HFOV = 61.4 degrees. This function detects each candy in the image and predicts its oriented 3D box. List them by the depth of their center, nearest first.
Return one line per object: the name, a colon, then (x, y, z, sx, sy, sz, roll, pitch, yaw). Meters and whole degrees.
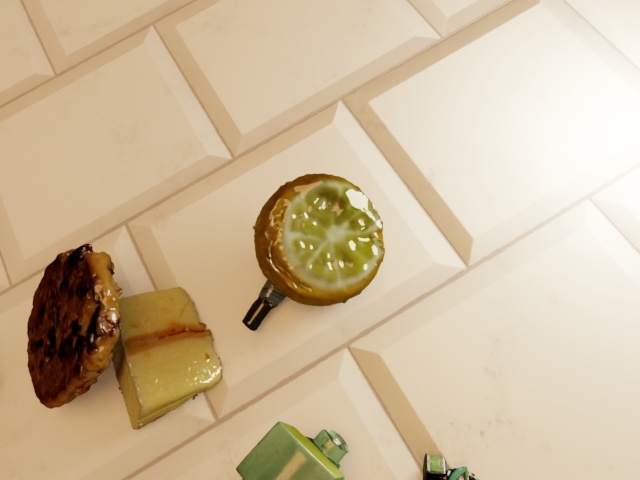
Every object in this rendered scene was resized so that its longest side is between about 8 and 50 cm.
candy: (0.000, 0.000, 1.034, 0.260, 0.118, 0.259, 2, 83, -15)

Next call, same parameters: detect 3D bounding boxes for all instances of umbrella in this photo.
umbrella: (-0.072, 0.074, 1.092, 0.053, 0.052, 0.250, 35, 75, -7)

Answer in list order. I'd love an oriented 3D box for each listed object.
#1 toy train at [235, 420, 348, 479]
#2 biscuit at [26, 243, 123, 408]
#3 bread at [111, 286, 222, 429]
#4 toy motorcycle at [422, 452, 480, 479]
toy train: (-0.112, 0.453, 0.842, 0.160, 0.253, 0.397, 39, 78, 21)
biscuit: (-0.473, 0.160, 1.040, 0.334, 0.081, 0.289, -35, 59, 32)
bread: (-0.314, 0.228, 1.082, 0.178, 0.135, 0.240, -11, 62, -32)
toy motorcycle: (0.209, 0.435, 0.867, 0.100, 0.058, 0.173, 5, 34, 8)
